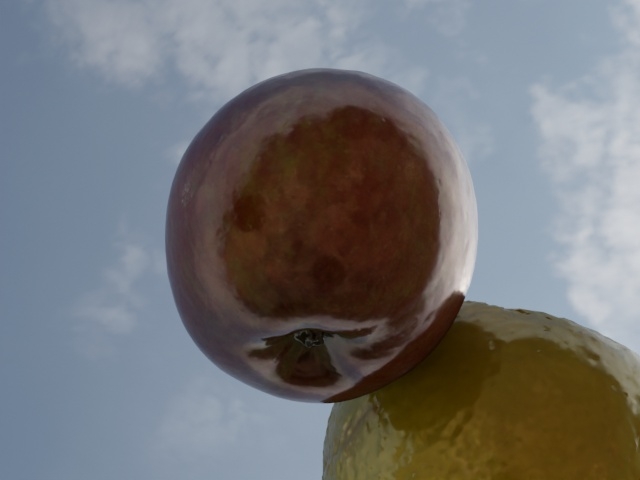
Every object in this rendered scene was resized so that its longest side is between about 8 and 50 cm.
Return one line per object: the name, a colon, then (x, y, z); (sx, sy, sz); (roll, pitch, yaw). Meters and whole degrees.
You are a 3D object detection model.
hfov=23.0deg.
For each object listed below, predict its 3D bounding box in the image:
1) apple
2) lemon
apple: (0.000, 0.000, 0.929); (0.188, 0.188, 0.174); (18, -131, -15)
lemon: (0.112, 0.170, 1.016); (0.240, 0.240, 0.219); (22, -110, -14)
